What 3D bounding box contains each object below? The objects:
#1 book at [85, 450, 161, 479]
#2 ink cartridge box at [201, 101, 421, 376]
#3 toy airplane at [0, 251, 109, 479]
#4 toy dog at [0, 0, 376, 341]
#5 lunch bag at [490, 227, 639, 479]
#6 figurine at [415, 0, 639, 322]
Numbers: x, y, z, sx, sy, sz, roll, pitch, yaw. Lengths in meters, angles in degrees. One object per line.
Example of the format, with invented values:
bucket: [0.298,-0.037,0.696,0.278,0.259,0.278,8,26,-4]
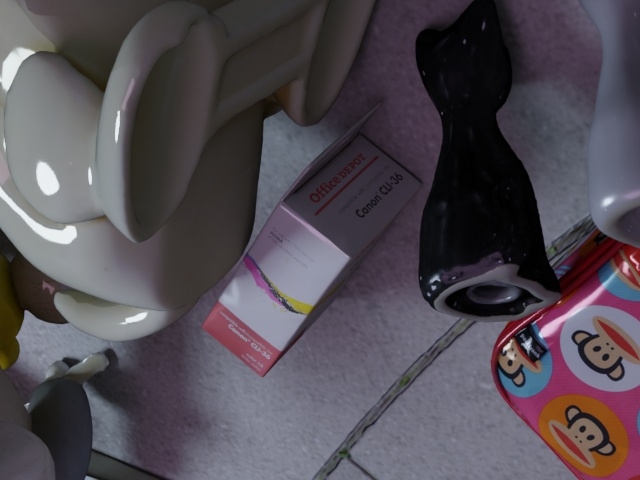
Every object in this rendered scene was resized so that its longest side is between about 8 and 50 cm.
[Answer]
book: [-0.207,0.268,1.415,0.144,0.035,0.096,15,132,23]
ink cartridge box: [0.000,0.000,1.025,0.067,0.115,0.198,39,134,5]
toy airplane: [-0.297,0.085,1.179,0.384,0.272,0.386,60,166,1]
toy dog: [-0.204,-0.159,0.969,0.408,0.284,0.395,33,141,17]
lunch bag: [0.286,0.094,0.904,0.293,0.120,0.258,44,130,1]
figurine: [0.144,-0.083,0.848,0.215,0.092,0.209,-28,58,41]
